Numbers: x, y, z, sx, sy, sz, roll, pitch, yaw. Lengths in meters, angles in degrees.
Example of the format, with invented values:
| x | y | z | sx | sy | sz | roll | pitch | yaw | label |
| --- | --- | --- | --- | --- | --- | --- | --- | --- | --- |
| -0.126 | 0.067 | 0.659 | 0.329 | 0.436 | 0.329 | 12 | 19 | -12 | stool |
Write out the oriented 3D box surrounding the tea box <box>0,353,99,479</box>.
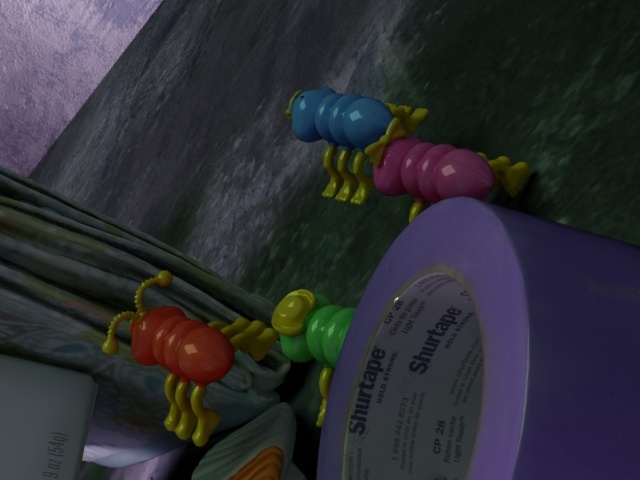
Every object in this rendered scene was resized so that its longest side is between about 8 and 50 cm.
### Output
| x | y | z | sx | sy | sz | roll | pitch | yaw | label |
| --- | --- | --- | --- | --- | --- | --- | --- | --- | --- |
| -0.354 | 0.244 | 0.798 | 0.220 | 0.323 | 0.329 | 129 | 149 | -58 | tea box |

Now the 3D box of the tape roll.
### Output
| x | y | z | sx | sy | sz | roll | pitch | yaw | label |
| --- | --- | --- | --- | --- | --- | --- | --- | --- | --- |
| 0.069 | 0.082 | 0.480 | 0.189 | 0.080 | 0.189 | -165 | 90 | -71 | tape roll |

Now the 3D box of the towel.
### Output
| x | y | z | sx | sy | sz | roll | pitch | yaw | label |
| --- | --- | --- | --- | --- | --- | --- | --- | --- | --- |
| -0.230 | 0.073 | 0.908 | 0.374 | 0.320 | 0.090 | -30 | 40 | 51 | towel |

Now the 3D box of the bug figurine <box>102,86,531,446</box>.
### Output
| x | y | z | sx | sy | sz | roll | pitch | yaw | label |
| --- | --- | --- | --- | --- | --- | --- | --- | --- | --- |
| 0.000 | 0.000 | 0.714 | 0.216 | 0.072 | 0.279 | 11 | 60 | 44 | bug figurine |

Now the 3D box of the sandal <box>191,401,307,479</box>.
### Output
| x | y | z | sx | sy | sz | roll | pitch | yaw | label |
| --- | --- | --- | --- | --- | --- | --- | --- | --- | --- |
| -0.038 | 0.172 | 0.693 | 0.102 | 0.076 | 0.265 | -36 | 5 | 14 | sandal |
